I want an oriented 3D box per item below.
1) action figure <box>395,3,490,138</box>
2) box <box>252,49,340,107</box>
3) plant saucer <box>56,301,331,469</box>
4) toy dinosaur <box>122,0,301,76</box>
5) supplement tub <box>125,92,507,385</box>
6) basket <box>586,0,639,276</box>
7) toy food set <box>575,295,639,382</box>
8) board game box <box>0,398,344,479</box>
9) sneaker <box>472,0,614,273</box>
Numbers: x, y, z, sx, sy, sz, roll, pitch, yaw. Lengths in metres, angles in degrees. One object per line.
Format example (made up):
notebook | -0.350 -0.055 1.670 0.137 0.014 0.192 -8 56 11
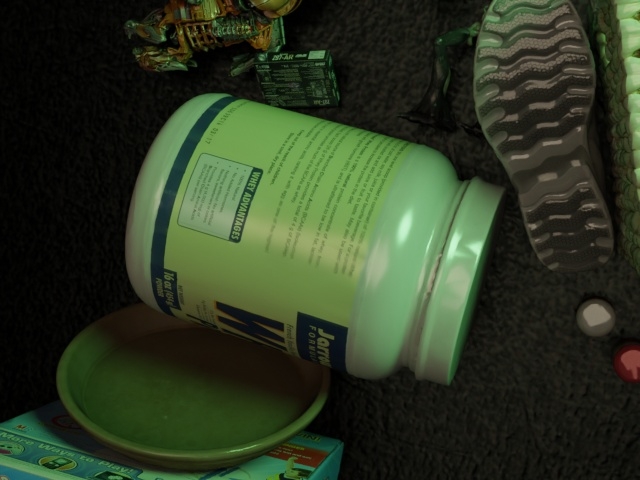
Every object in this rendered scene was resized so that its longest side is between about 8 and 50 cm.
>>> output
action figure | 0.171 -0.240 0.905 0.164 0.141 0.276 18 99 25
box | -0.025 -0.175 0.998 0.083 0.067 0.018 0 51 15
plant saucer | -0.128 0.143 0.943 0.278 0.278 0.041 13 118 14
toy dinosaur | -0.078 -0.307 0.988 0.322 0.164 0.218 -30 100 -4
supplement tub | 0.000 0.000 0.909 0.325 0.235 0.235 16 96 14
basket | 0.397 -0.112 0.755 0.331 0.328 0.266 -3 94 14
toy food set | 0.368 0.090 0.883 0.232 0.104 0.111 -4 91 15
board game box | -0.163 0.245 0.928 0.308 0.302 0.086 12 96 15
sneaker | 0.206 -0.110 0.855 0.105 0.115 0.281 -8 118 16
